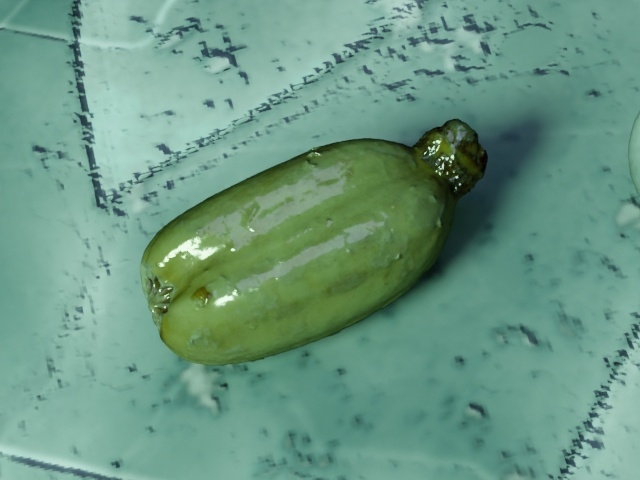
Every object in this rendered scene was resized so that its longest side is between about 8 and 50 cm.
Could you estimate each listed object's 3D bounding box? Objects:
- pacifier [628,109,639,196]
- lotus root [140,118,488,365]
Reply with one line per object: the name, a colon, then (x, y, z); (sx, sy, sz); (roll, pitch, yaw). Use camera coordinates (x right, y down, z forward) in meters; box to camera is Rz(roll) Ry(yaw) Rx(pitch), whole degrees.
pacifier: (0.245, -0.036, 0.855); (0.233, 0.244, 0.299); (2, 47, 49)
lotus root: (0.000, 0.001, 0.923); (0.183, 0.077, 0.090); (-27, 63, -3)
